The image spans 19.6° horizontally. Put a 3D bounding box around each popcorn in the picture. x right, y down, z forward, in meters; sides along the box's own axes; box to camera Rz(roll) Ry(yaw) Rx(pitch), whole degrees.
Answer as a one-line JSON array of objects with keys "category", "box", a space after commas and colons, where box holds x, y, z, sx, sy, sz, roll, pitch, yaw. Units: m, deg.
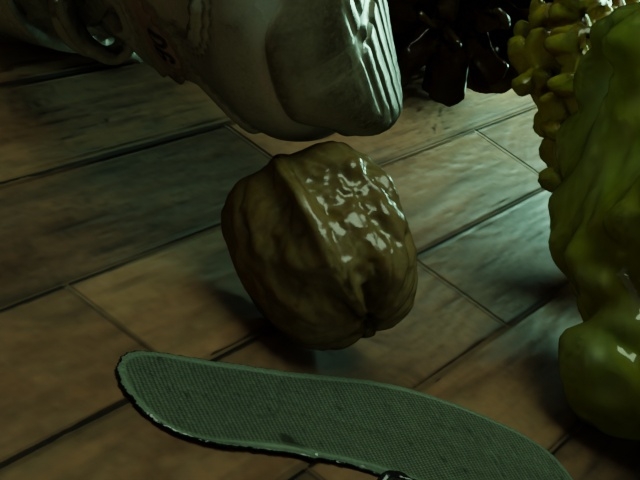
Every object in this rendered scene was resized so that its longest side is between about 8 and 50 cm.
[{"category": "popcorn", "box": [0.231, 0.008, 0.932, 0.242, 0.235, 0.250, 16, 59, -7]}]

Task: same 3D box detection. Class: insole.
[{"category": "insole", "box": [0.017, 0.077, 0.773, 0.232, 0.003, 0.080, 15, 26, -32]}]

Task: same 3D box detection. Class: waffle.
[{"category": "waffle", "box": [0.190, -0.073, 1.133, 0.193, 0.070, 0.197, 43, 39, -27]}]

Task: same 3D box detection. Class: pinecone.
[{"category": "pinecone", "box": [0.093, -0.162, 1.202, 0.163, 0.163, 0.165, 31, 36, 2]}]

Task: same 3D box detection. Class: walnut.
[{"category": "walnut", "box": [0.000, 0.000, 0.815, 0.096, 0.079, 0.082, 63, -2, 26]}]

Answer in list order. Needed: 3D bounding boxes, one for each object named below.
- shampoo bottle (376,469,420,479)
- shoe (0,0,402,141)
[{"category": "shampoo bottle", "box": [0.155, 0.133, 0.626, 0.284, 0.071, 0.153, 7, -18, 31]}, {"category": "shoe", "box": [-0.085, -0.150, 0.920, 0.198, 0.172, 0.351, -20, 37, -3]}]
